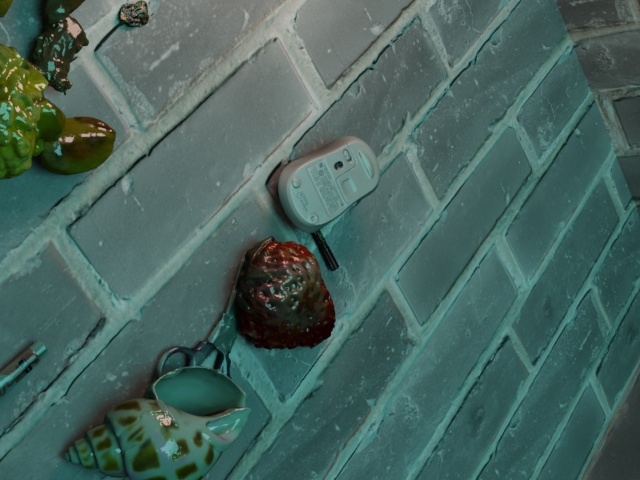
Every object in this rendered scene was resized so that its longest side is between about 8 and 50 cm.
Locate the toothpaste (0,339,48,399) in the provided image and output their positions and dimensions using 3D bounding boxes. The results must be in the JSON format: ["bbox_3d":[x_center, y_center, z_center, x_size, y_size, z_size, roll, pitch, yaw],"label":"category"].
[{"bbox_3d":[-0.603,0.271,1.789,0.205,0.036,0.056,-47,123,-30],"label":"toothpaste"}]

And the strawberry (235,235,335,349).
[{"bbox_3d":[-0.054,0.143,2.237,0.336,0.149,0.265,42,57,-44],"label":"strawberry"}]

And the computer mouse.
[{"bbox_3d":[0.012,-0.145,2.340,0.297,0.121,0.184,-36,109,-24],"label":"computer mouse"}]

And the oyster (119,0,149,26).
[{"bbox_3d":[-0.394,-0.479,1.999,0.083,0.019,0.054,-27,110,-41],"label":"oyster"}]

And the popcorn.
[{"bbox_3d":[-0.580,-0.244,1.696,0.237,0.206,0.251,42,43,-18],"label":"popcorn"}]

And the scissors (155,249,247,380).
[{"bbox_3d":[-0.220,0.206,2.170,0.256,0.029,0.383,41,62,-37],"label":"scissors"}]

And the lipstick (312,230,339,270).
[{"bbox_3d":[0.000,0.000,2.391,0.027,0.027,0.176,-46,119,-35],"label":"lipstick"}]

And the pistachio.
[{"bbox_3d":[-0.488,-0.184,1.858,0.189,0.100,0.110,-30,136,-55],"label":"pistachio"}]

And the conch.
[{"bbox_3d":[-0.330,0.396,1.952,0.368,0.197,0.249,8,61,-41],"label":"conch"}]

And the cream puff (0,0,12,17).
[{"bbox_3d":[-0.621,-0.522,1.659,0.282,0.185,0.282,1,88,-48],"label":"cream puff"}]

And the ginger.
[{"bbox_3d":[-0.497,-0.436,1.851,0.122,0.084,0.290,21,75,-36],"label":"ginger"}]
